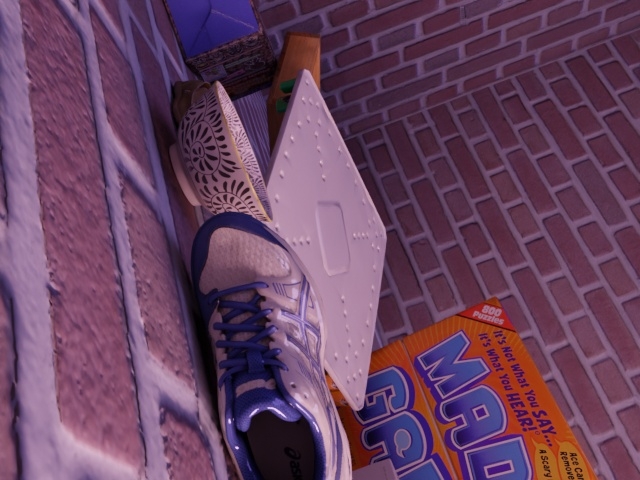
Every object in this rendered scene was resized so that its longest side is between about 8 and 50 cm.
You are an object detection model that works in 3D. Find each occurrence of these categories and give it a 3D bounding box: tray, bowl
[{"bbox_3d":[-0.051,-0.198,1.476,0.410,0.076,0.202,92,7,-54],"label":"tray"},{"bbox_3d":[-0.121,-0.088,0.814,0.170,0.080,0.170,-20,90,-88],"label":"bowl"}]

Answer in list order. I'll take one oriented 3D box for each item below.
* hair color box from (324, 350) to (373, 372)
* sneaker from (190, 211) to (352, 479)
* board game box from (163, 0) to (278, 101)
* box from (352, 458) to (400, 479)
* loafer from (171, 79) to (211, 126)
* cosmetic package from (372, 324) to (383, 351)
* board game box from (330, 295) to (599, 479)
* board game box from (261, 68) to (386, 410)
[{"bbox_3d":[0.017,0.163,1.389,0.185,0.114,0.374,-105,173,-56],"label":"hair color box"},{"bbox_3d":[-0.041,0.106,0.611,0.131,0.112,0.296,54,15,-80],"label":"sneaker"},{"bbox_3d":[-0.187,-0.414,1.327,0.291,0.141,0.232,38,32,-85],"label":"board game box"},{"bbox_3d":[0.070,0.372,0.969,0.101,0.102,0.087,-104,171,-61],"label":"box"},{"bbox_3d":[-0.162,-0.172,0.937,0.148,0.050,0.056,-108,177,-46],"label":"loafer"},{"bbox_3d":[0.072,0.223,1.855,0.224,0.138,0.224,-103,173,-81],"label":"cosmetic package"},{"bbox_3d":[0.243,0.389,1.211,0.356,0.356,0.356,57,10,-44],"label":"board game box"},{"bbox_3d":[0.000,0.000,1.114,0.389,0.050,0.390,-77,148,-42],"label":"board game box"}]
